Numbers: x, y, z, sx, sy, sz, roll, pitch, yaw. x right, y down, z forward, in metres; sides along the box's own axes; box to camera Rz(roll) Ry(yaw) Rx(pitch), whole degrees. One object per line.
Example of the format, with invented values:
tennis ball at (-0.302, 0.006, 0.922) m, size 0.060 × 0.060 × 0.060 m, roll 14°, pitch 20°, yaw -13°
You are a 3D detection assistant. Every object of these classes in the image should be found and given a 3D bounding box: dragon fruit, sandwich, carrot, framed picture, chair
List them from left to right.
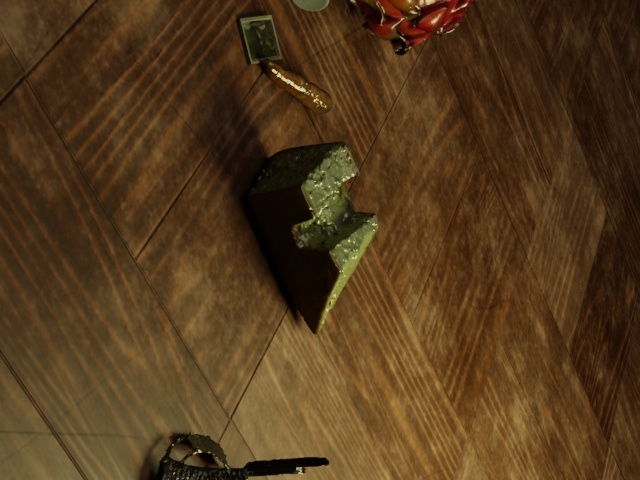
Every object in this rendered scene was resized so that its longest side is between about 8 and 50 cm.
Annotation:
chair at (-0.101, 0.314, 1.633) m, size 0.213 × 0.149 × 0.174 m, roll 6°, pitch 73°, yaw -16°
framed picture at (-0.084, -0.279, 1.949) m, size 0.089 × 0.007 × 0.066 m, roll -22°, pitch 100°, yaw -61°
carrot at (-0.032, -0.219, 1.990) m, size 0.165 × 0.036 × 0.035 m, roll 30°, pitch 55°, yaw -53°
sandwich at (0.000, 0.000, 1.882) m, size 0.122 × 0.128 × 0.235 m, roll -46°, pitch 120°, yaw -47°
dragon fruit at (0.137, -0.425, 2.152) m, size 0.243 × 0.227 × 0.307 m, roll 47°, pitch 1°, yaw -2°

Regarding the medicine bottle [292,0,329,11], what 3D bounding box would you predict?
medicine bottle at (-0.009, -0.389, 2.067) m, size 0.058 × 0.058 × 0.091 m, roll 48°, pitch 41°, yaw -43°
